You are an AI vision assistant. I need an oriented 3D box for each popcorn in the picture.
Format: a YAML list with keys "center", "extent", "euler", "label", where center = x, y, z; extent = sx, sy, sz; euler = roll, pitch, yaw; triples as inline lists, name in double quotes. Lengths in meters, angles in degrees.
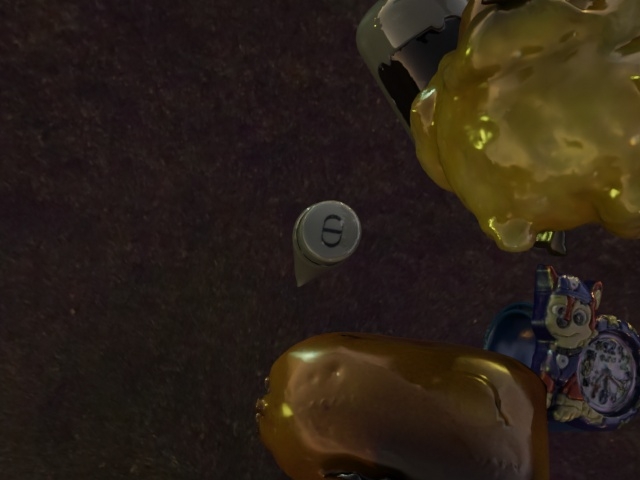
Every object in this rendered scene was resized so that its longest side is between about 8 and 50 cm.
- center: [0.217, -0.145, 0.629]
  extent: [0.297, 0.281, 0.316]
  euler: [-19, 59, 27]
  label: "popcorn"

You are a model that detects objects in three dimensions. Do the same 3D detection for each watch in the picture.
- center: [0.295, 0.151, 0.880]
  extent: [0.171, 0.200, 0.196]
  euler: [15, 77, -17]
  label: "watch"

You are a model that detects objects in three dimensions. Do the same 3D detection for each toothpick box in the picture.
- center: [0.194, -0.298, 1.130]
  extent: [0.229, 0.229, 0.316]
  euler: [-34, 94, -18]
  label: "toothpick box"

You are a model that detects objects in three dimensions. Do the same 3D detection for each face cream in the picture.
- center: [0.000, 0.000, 1.021]
  extent: [0.089, 0.314, 0.143]
  euler: [15, 84, -3]
  label: "face cream"

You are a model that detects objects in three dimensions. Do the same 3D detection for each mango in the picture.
- center: [0.080, 0.171, 0.670]
  extent: [0.287, 0.201, 0.153]
  euler: [6, 83, -3]
  label: "mango"
